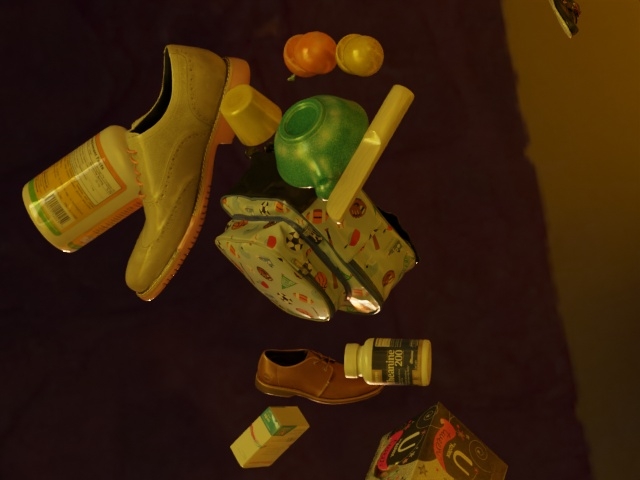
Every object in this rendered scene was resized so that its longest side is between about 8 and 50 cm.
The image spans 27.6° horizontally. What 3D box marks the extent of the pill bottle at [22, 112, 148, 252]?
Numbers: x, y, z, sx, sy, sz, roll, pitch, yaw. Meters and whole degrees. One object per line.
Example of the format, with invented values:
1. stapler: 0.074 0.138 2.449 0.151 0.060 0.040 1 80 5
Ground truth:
1. pill bottle: -0.343 -0.099 2.099 0.246 0.136 0.136 -33 -14 11

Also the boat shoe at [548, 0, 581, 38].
1. boat shoe: 0.392 -0.367 2.079 0.042 0.133 0.049 -22 -56 13

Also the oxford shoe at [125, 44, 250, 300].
1. oxford shoe: -0.239 -0.106 1.981 0.147 0.397 0.140 17 4 -24

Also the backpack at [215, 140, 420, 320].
1. backpack: 0.000 0.000 1.891 0.263 0.213 0.276 38 -11 -26

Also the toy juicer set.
1. toy juicer set: 0.024 -0.153 1.638 0.209 0.329 0.089 -46 -48 -1

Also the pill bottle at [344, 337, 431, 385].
1. pill bottle: 0.097 0.173 1.862 0.120 0.067 0.067 1 -7 10

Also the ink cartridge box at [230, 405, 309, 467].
1. ink cartridge box: -0.095 0.365 2.423 0.122 0.052 0.088 -48 -31 22

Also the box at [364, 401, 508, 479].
1. box: 0.156 0.391 1.936 0.142 0.163 0.247 -38 13 36

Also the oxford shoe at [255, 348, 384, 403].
1. oxford shoe: 0.002 0.217 2.135 0.212 0.076 0.076 5 32 -5
